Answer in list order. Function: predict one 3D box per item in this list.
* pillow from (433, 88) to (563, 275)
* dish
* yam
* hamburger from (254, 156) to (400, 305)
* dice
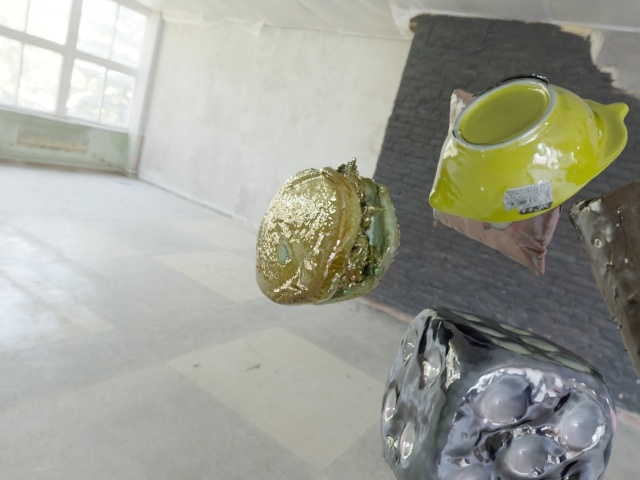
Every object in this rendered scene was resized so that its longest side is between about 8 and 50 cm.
[{"bbox_3d":[0.273,-0.094,0.701,0.084,0.236,0.223,-15,31,-36],"label":"pillow"},{"bbox_3d":[0.192,-0.103,0.455,0.080,0.207,0.149,47,20,-41],"label":"dish"},{"bbox_3d":[0.380,0.067,0.505,0.131,0.280,0.131,-8,-26,-4],"label":"yam"},{"bbox_3d":[0.000,0.000,0.631,0.122,0.189,0.215,15,-26,-40],"label":"hamburger"},{"bbox_3d":[0.177,0.184,0.502,0.181,0.183,0.182,18,3,-8],"label":"dice"}]
